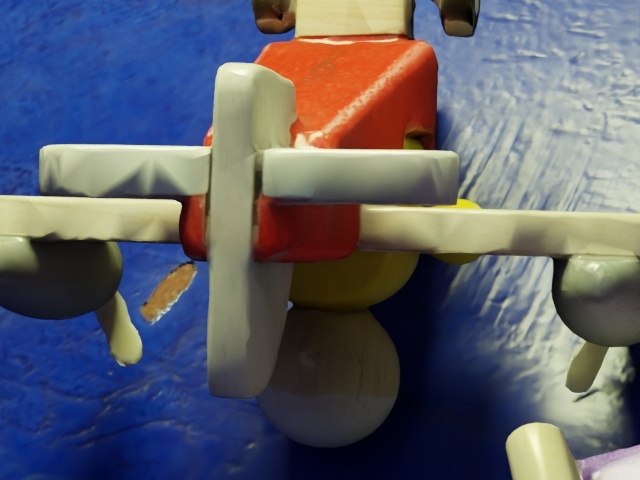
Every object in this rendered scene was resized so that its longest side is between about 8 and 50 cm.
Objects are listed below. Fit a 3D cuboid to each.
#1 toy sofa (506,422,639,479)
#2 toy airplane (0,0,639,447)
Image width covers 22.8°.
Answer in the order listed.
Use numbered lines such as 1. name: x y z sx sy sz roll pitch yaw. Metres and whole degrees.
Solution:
1. toy sofa: 0.268 0.107 0.670 0.362 0.177 0.150 -17 49 12
2. toy airplane: 0.000 0.000 0.861 0.384 0.272 0.386 -15 25 -31
